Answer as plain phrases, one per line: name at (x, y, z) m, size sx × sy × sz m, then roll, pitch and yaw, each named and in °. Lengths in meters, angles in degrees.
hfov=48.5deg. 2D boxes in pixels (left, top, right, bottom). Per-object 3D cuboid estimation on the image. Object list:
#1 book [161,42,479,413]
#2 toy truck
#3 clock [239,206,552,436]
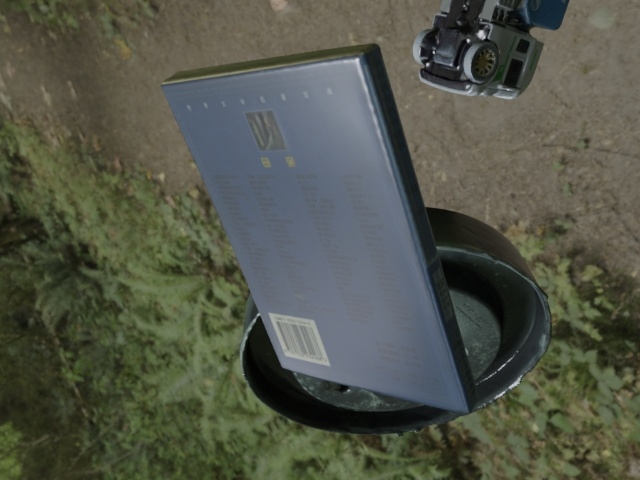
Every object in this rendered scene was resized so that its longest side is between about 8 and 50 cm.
book at (0.000, 0.000, 0.513) m, size 0.190 × 0.025 × 0.269 m, roll 4°, pitch 124°, yaw 42°
toy truck at (0.273, -0.390, 1.039) m, size 0.146 × 0.175 × 0.368 m, roll 38°, pitch 116°, yaw 51°
clock at (0.090, 0.116, 0.896) m, size 0.077 × 0.385 × 0.386 m, roll -96°, pitch 7°, yaw -46°
